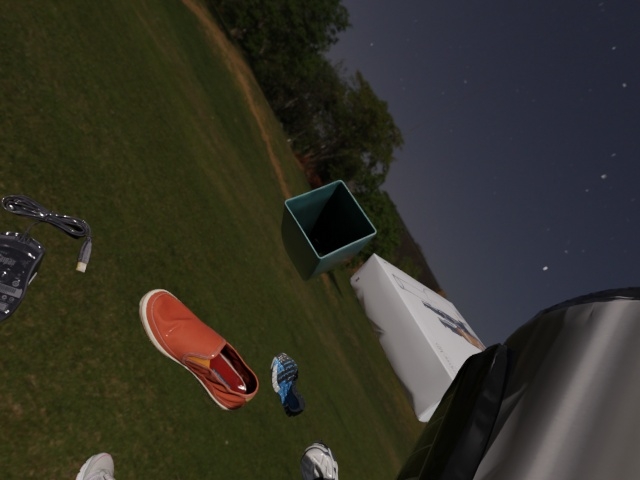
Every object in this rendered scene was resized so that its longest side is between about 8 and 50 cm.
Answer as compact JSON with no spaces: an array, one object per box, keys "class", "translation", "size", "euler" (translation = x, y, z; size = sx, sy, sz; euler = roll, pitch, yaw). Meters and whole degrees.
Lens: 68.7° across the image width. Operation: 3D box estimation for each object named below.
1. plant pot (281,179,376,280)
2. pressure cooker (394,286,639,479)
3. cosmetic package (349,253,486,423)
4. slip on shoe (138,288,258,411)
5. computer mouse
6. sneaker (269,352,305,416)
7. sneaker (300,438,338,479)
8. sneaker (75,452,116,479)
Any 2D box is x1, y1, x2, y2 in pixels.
[{"class":"plant pot","translation":[0.000,0.000,1.192],"size":[0.165,0.165,0.234],"euler":[58,-26,18]},{"class":"pressure cooker","translation":[0.213,0.277,0.299],"size":[0.370,0.420,0.375],"euler":[53,-32,-8]},{"class":"cosmetic package","translation":[0.235,0.216,0.935],"size":[0.284,0.097,0.377],"euler":[29,19,-30]},{"class":"slip on shoe","translation":[-0.254,0.230,1.010],"size":[0.331,0.101,0.123],"euler":[52,32,-12]},{"class":"computer mouse","translation":[-0.568,0.052,0.925],"size":[0.184,0.060,0.262],"euler":[22,58,-30]},{"class":"sneaker","translation":[-0.095,0.346,1.155],"size":[0.083,0.071,0.190],"euler":[37,-38,52]},{"class":"sneaker","translation":[0.005,0.574,1.079],"size":[0.153,0.094,0.235],"euler":[15,61,-85]},{"class":"sneaker","translation":[-0.489,0.600,1.075],"size":[0.252,0.111,0.103],"euler":[61,-4,49]}]
